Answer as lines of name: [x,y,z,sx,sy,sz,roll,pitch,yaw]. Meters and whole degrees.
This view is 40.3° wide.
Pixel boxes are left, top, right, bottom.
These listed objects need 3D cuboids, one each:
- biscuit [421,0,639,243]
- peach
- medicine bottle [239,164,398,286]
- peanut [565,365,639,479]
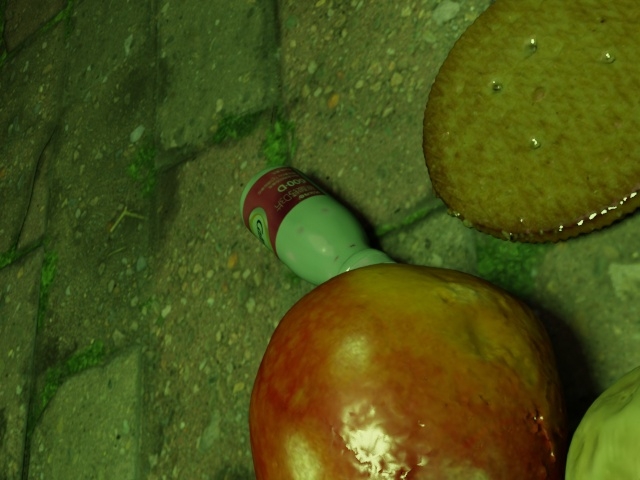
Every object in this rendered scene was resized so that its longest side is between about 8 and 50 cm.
biscuit: [0.226,-0.134,0.821,0.305,0.038,0.305,-21,56,34]
peach: [0.071,0.147,0.677,0.281,0.238,0.281,-32,29,20]
medicine bottle: [0.000,0.000,0.926,0.090,0.090,0.217,-56,44,7]
peanut: [0.322,0.149,0.491,0.387,0.169,0.192,-8,31,40]
